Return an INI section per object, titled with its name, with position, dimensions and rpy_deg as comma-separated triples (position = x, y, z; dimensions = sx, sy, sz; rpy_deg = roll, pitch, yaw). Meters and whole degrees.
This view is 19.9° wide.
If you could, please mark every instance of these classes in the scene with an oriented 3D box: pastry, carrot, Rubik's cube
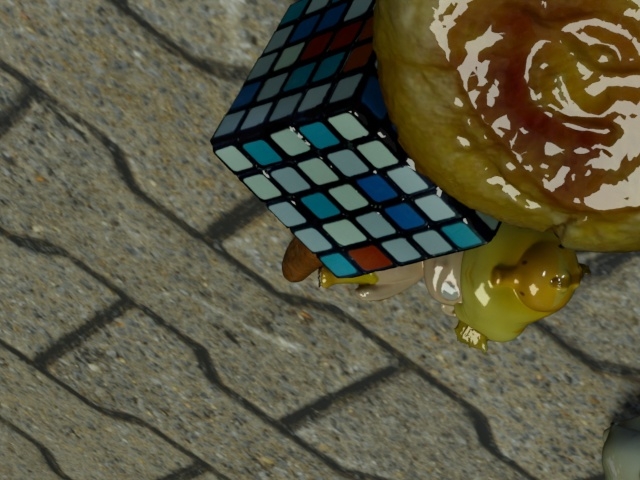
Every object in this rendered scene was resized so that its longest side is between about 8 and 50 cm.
[pastry]
position = 0.206, -0.142, 1.306
dimensions = 0.356, 0.164, 0.356
rpy_deg = 8, 132, 9
[carrot]
position = 0.000, 0.000, 1.820
dimensions = 0.061, 0.061, 0.209
rpy_deg = 31, 151, -7
[Rubik's cube]
position = 0.056, -0.101, 1.512
dimensions = 0.187, 0.182, 0.184
rpy_deg = -13, 130, 46

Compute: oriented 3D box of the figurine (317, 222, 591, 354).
[figurine]
position = 0.124, 0.021, 1.676
dimensions = 0.246, 0.131, 0.156
rpy_deg = 8, 104, 11

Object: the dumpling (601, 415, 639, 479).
[dumpling]
position = 0.380, 0.283, 1.781
dimensions = 0.318, 0.243, 0.187
rpy_deg = 9, 175, 45
